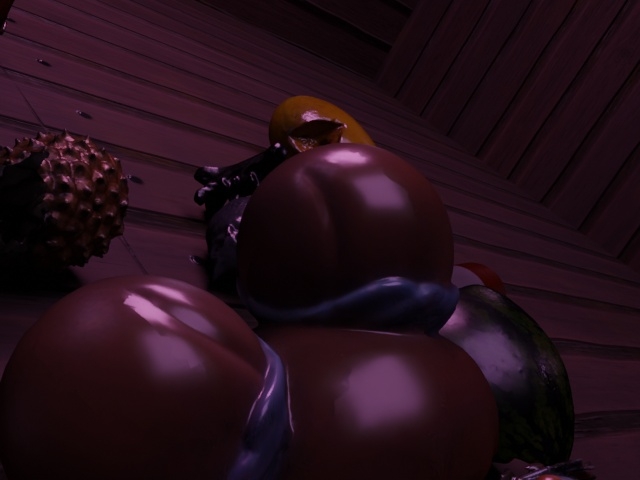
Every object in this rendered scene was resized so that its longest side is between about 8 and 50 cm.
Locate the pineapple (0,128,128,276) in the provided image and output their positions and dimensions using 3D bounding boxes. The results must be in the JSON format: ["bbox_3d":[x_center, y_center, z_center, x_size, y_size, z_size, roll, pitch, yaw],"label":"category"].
[{"bbox_3d":[-0.232,-0.010,0.513,0.130,0.118,0.277,3,12,8],"label":"pineapple"}]

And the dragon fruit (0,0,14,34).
[{"bbox_3d":[-0.450,-0.327,0.847,0.250,0.250,0.314,18,39,-34],"label":"dragon fruit"}]

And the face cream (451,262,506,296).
[{"bbox_3d":[0.153,0.079,0.924,0.096,0.095,0.214,38,19,22],"label":"face cream"}]

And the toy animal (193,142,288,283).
[{"bbox_3d":[-0.085,-0.002,0.830,0.210,0.121,0.117,-89,164,-52],"label":"toy animal"}]

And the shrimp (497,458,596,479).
[{"bbox_3d":[0.203,0.231,0.636,0.233,0.079,0.090,16,58,-44],"label":"shrimp"}]

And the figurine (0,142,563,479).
[{"bbox_3d":[0.060,0.145,0.375,0.388,0.248,0.277,31,46,29],"label":"figurine"}]

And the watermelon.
[{"bbox_3d":[0.129,0.130,0.697,0.145,0.137,0.192,14,46,-46],"label":"watermelon"}]

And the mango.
[{"bbox_3d":[0.020,-0.137,1.251,0.262,0.130,0.167,43,23,21],"label":"mango"}]
